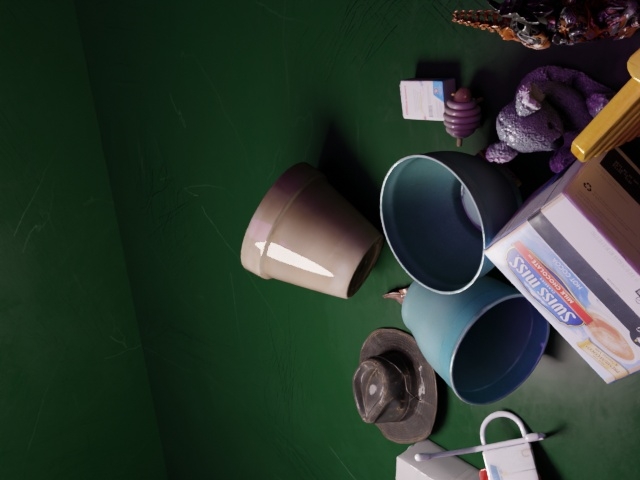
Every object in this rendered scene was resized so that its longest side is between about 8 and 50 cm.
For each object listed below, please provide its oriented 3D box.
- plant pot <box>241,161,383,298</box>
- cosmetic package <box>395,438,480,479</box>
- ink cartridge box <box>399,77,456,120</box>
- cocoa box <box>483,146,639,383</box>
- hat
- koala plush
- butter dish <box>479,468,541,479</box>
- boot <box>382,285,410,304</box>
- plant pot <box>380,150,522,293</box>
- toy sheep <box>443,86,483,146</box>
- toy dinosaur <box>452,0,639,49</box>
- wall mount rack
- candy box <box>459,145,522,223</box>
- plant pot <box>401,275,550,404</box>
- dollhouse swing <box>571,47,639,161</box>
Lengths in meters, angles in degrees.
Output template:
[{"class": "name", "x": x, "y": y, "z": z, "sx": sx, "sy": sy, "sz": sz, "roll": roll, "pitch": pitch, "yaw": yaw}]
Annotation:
[{"class": "plant pot", "x": 0.000, "y": 0.000, "z": 2.077, "sx": 0.280, "sy": 0.323, "sz": 0.323, "roll": 29, "pitch": 130, "yaw": 15}, {"class": "cosmetic package", "x": 0.326, "y": 0.637, "z": 2.124, "sx": 0.238, "sy": 0.127, "sz": 0.107, "roll": 22, "pitch": 124, "yaw": 43}, {"class": "ink cartridge box", "x": 0.243, "y": -0.319, "z": 1.799, "sx": 0.122, "sy": 0.052, "sz": 0.088, "roll": 12, "pitch": 117, "yaw": 44}, {"class": "cocoa box", "x": 0.523, "y": 0.038, "z": 1.460, "sx": 0.347, "sy": 0.231, "sz": 0.228, "roll": 47, "pitch": 139, "yaw": 1}, {"class": "hat", "x": 0.170, "y": 0.408, "z": 2.157, "sx": 0.331, "sy": 0.134, "sz": 0.331, "roll": 16, "pitch": 111, "yaw": 46}, {"class": "koala plush", "x": 0.410, "y": -0.227, "z": 1.517, "sx": 0.203, "sy": 0.221, "sz": 0.196, "roll": 46, "pitch": 138, "yaw": 24}, {"class": "butter dish", "x": 0.462, "y": 0.651, "z": 1.959, "sx": 0.160, "sy": 0.118, "sz": 0.160, "roll": -8, "pitch": 102, "yaw": 33}, {"class": "boot", "x": 0.219, "y": 0.181, "z": 2.094, "sx": 0.106, "sy": 0.037, "sz": 0.114, "roll": -18, "pitch": 99, "yaw": 54}, {"class": "plant pot", "x": 0.293, "y": -0.060, "z": 1.666, "sx": 0.293, "sy": 0.196, "sz": 0.293, "roll": 31, "pitch": 132, "yaw": 42}, {"class": "toy sheep", "x": 0.306, "y": -0.266, "z": 1.725, "sx": 0.091, "sy": 0.091, "sz": 0.132, "roll": 19, "pitch": 122, "yaw": 43}, {"class": "toy dinosaur", "x": 0.399, "y": -0.403, "z": 1.445, "sx": 0.322, "sy": 0.218, "sz": 0.164, "roll": -16, "pitch": 66, "yaw": 23}, {"class": "wall mount rack", "x": 0.400, "y": 0.581, "z": 1.869, "sx": 0.304, "sy": 0.130, "sz": 0.350, "roll": -16, "pitch": 71, "yaw": 15}, {"class": "candy box", "x": 0.348, "y": -0.111, "z": 1.782, "sx": 0.109, "sy": 0.053, "sz": 0.187, "roll": 56, "pitch": 142, "yaw": 13}, {"class": "plant pot", "x": 0.328, "y": 0.187, "z": 1.810, "sx": 0.255, "sy": 0.271, "sz": 0.272, "roll": 39, "pitch": 136, "yaw": 52}, {"class": "dollhouse swing", "x": 0.616, "y": -0.192, "z": 1.195, "sx": 0.315, "sy": 0.347, "sz": 0.305, "roll": 42, "pitch": 134, "yaw": 28}]
